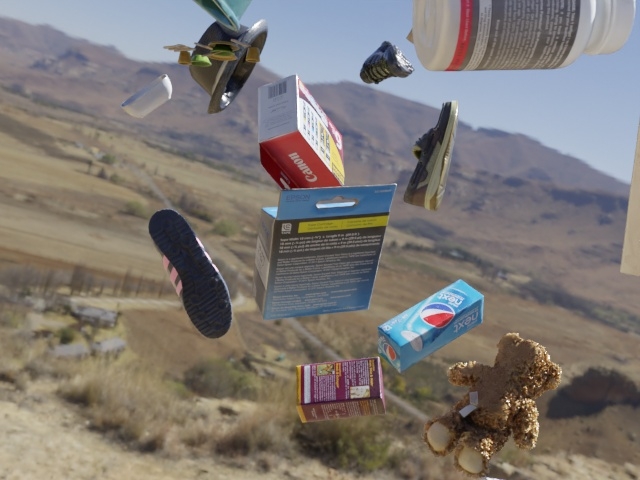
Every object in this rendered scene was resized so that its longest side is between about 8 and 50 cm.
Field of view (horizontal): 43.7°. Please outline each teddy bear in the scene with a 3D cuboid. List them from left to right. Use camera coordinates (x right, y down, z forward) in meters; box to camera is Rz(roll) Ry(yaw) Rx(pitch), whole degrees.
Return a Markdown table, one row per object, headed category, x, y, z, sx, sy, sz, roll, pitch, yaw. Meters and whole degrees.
| category | x | y | z | sx | sy | sz | roll | pitch | yaw |
| --- | --- | --- | --- | --- | --- | --- | --- | --- | --- |
| teddy bear | 0.373 | 0.364 | 1.733 | 0.245 | 0.338 | 0.113 | 7 | -38 | 35 |

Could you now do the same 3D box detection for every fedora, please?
| category | x | y | z | sx | sy | sz | roll | pitch | yaw |
| --- | --- | --- | --- | --- | --- | --- | --- | --- | --- |
| fedora | -0.297 | -0.551 | 2.412 | 0.152 | 0.334 | 0.334 | 33 | 7 | 0 |

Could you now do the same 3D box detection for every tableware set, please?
| category | x | y | z | sx | sy | sz | roll | pitch | yaw |
| --- | --- | --- | --- | --- | --- | --- | --- | --- | --- |
| tableware set | -0.164 | -0.289 | 1.256 | 0.154 | 0.024 | 0.104 | 3 | 0 | 32 |

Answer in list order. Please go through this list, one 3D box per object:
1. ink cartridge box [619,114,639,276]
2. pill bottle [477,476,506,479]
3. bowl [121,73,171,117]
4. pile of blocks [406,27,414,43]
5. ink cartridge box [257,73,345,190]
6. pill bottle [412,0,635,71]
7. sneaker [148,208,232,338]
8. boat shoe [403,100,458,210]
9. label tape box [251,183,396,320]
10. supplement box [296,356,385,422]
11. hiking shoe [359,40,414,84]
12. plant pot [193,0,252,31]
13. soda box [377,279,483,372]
| category | x | y | z | sx | sy | sz | roll | pitch | yaw |
| --- | --- | --- | --- | --- | --- | --- | --- | --- | --- |
| ink cartridge box | 0.416 | -0.051 | 0.985 | 0.066 | 0.261 | 0.296 | 12 | -39 | 24 |
| pill bottle | 0.380 | 0.526 | 1.631 | 0.120 | 0.067 | 0.067 | 16 | 7 | -18 |
| bowl | -0.441 | -0.365 | 2.050 | 0.053 | 0.142 | 0.142 | 56 | -6 | -22 |
| pile of blocks | 0.277 | -0.537 | 1.582 | 0.148 | 0.362 | 0.112 | 17 | 23 | 27 |
| ink cartridge box | -0.050 | -0.259 | 2.255 | 0.130 | 0.272 | 0.309 | -16 | -33 | 20 |
| pill bottle | 0.318 | -0.358 | 1.259 | 0.318 | 0.177 | 0.176 | -3 | 11 | -10 |
| sneaker | -0.294 | 0.072 | 1.837 | 0.112 | 0.319 | 0.131 | -24 | 7 | -10 |
| boat shoe | 0.201 | -0.161 | 1.446 | 0.073 | 0.224 | 0.080 | 10 | -22 | 12 |
| label tape box | 0.000 | 0.000 | 1.626 | 0.240 | 0.334 | 0.106 | -4 | 39 | -18 |
| supplement box | 0.044 | 0.328 | 1.751 | 0.188 | 0.081 | 0.104 | -7 | 50 | 6 |
| hiking shoe | 0.156 | -0.418 | 1.953 | 0.086 | 0.114 | 0.227 | 46 | 10 | -17 |
| plant pot | -0.169 | -0.614 | 1.411 | 0.341 | 0.334 | 0.341 | 41 | 2 | -2 |
| soda box | 0.207 | 0.158 | 1.490 | 0.210 | 0.071 | 0.067 | -27 | 43 | -26 |
